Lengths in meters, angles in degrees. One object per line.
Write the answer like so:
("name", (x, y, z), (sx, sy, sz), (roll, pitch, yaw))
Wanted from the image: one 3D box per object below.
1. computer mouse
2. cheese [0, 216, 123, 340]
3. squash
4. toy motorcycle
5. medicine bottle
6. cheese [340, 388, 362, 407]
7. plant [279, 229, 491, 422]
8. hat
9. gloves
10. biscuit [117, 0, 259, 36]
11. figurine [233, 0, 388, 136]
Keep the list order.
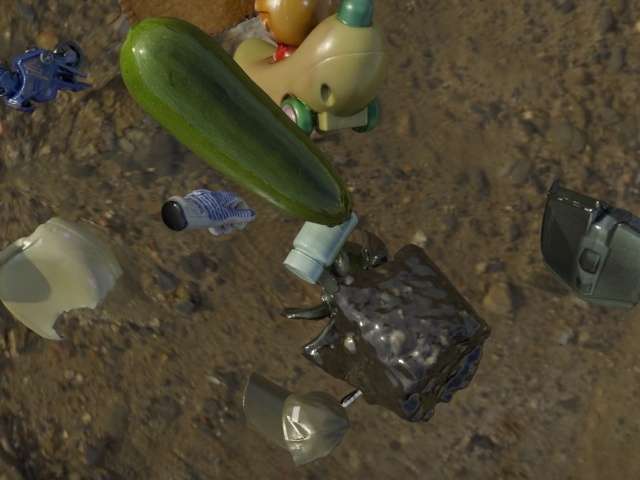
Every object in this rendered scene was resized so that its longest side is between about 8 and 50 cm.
("computer mouse", (0.259, 0.018, 0.774), (0.126, 0.231, 0.071), (31, 86, 21))
("cheese", (-0.563, 0.079, 1.773), (0.266, 0.127, 0.233), (-26, 111, 24))
("squash", (-0.052, -0.075, 0.568), (0.201, 0.066, 0.066), (39, 80, -27))
("toy motorcycle", (-0.538, -0.307, 1.592), (0.205, 0.076, 0.114), (-30, 124, -34))
("medicine bottle", (0.000, 0.000, 0.866), (0.047, 0.047, 0.083), (35, 79, -19))
("cheese", (0.098, 0.223, 1.397), (0.162, 0.086, 0.036), (-38, 96, -10))
("plant", (0.085, 0.103, 1.143), (0.199, 0.276, 0.189), (-28, 137, -29))
("hat", (-0.043, 0.303, 1.546), (0.144, 0.166, 0.173), (-25, 114, 23))
("gloves", (-0.220, -0.057, 1.700), (0.229, 0.119, 0.097), (7, 98, -55))
("biscuit", (-0.232, -0.442, 1.391), (0.236, 0.013, 0.232), (-26, 116, 3))
("figurine", (-0.027, -0.255, 1.115), (0.124, 0.324, 0.222), (-14, 111, -27))
